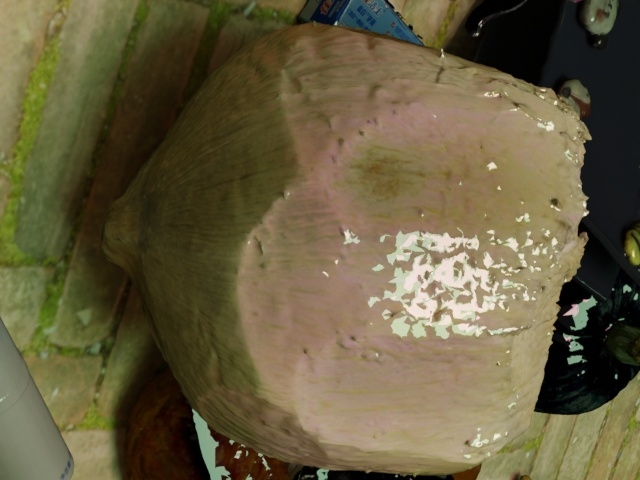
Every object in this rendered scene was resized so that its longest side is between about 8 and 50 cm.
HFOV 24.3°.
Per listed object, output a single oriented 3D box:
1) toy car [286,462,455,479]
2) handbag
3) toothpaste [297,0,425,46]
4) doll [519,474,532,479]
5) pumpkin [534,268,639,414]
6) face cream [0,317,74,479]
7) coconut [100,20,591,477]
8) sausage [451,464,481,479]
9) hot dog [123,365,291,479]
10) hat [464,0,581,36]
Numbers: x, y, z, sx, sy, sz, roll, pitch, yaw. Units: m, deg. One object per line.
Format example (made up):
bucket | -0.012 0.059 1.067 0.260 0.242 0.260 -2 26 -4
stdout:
toy car | 0.027 0.308 1.646 0.301 0.118 0.193 15 111 -54
handbag | 0.305 -0.129 1.622 0.329 0.122 0.303 40 59 -35
toothpaste | 0.076 -0.177 1.507 0.066 0.053 0.272 -57 141 -4
doll | 0.273 0.409 2.009 0.089 0.102 0.179 -72 176 -78
pumpkin | 0.316 0.102 1.767 0.248 0.248 0.248 -25 126 -40
face cream | -0.279 0.116 1.226 0.077 0.077 0.250 -42 136 -27
coconut | 0.000 0.000 1.271 0.404 0.404 0.404 -25 126 -40
sausage | 0.155 0.188 1.731 0.103 0.076 0.302 -54 152 -48
hot dog | -0.104 0.206 1.445 0.160 0.099 0.227 -26 116 -34
hat | 0.185 -0.282 1.443 0.140 0.227 0.129 -42 135 -20
